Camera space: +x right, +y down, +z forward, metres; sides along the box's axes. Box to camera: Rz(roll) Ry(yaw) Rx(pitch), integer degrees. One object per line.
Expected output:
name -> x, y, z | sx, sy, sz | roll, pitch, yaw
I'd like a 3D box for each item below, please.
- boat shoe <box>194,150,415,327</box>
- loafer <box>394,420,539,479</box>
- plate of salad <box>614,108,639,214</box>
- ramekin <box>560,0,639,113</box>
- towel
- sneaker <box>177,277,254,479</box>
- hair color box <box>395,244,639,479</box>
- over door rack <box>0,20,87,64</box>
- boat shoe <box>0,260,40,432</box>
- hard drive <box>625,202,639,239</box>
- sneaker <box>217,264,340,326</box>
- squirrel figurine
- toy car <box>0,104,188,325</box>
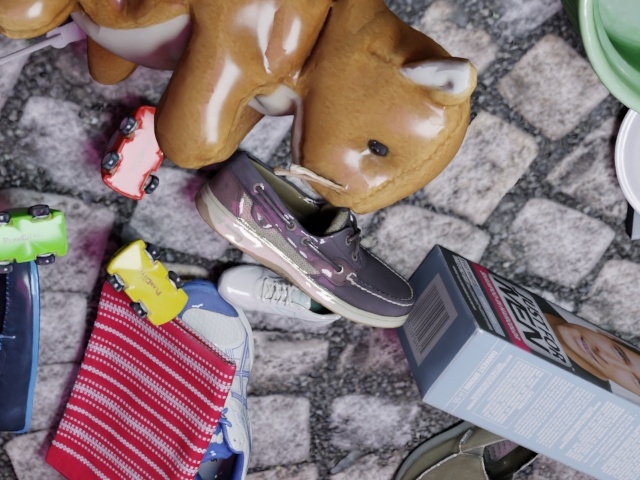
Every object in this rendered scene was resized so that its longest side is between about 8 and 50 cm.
boat shoe -> 0.000, 0.000, 1.323 | 0.285, 0.103, 0.092 | 32, 115, -18
loafer -> 0.193, 0.286, 1.530 | 0.094, 0.087, 0.251 | 38, 108, -27
plate of salad -> 0.429, -0.102, 1.350 | 0.199, 0.048, 0.200 | 1, 109, 2
ramekin -> 0.380, -0.279, 1.194 | 0.303, 0.148, 0.303 | -4, 120, -7
towel -> -0.211, 0.198, 1.369 | 0.031, 0.199, 0.275 | -18, 137, -55
sneaker -> -0.123, 0.188, 1.394 | 0.111, 0.131, 0.296 | -9, 120, -2
hair color box -> 0.276, 0.163, 1.415 | 0.374, 0.185, 0.114 | 27, 112, -23
over door rack -> -0.401, -0.227, 1.114 | 0.324, 0.108, 0.239 | -25, 122, 5
boat shoe -> -0.356, 0.116, 1.324 | 0.089, 0.109, 0.258 | 3, 118, -16
hard drive -> 0.429, -0.053, 1.410 | 0.135, 0.022, 0.094 | -7, 121, -6
sneaker -> -0.042, 0.060, 1.365 | 0.152, 0.061, 0.054 | 15, 80, -21
squirrel figurine -> -0.010, -0.225, 1.047 | 0.370, 0.281, 0.397 | 29, 85, 9
toy car -> -0.254, -0.017, 1.251 | 0.225, 0.053, 0.239 | -9, 107, -24
